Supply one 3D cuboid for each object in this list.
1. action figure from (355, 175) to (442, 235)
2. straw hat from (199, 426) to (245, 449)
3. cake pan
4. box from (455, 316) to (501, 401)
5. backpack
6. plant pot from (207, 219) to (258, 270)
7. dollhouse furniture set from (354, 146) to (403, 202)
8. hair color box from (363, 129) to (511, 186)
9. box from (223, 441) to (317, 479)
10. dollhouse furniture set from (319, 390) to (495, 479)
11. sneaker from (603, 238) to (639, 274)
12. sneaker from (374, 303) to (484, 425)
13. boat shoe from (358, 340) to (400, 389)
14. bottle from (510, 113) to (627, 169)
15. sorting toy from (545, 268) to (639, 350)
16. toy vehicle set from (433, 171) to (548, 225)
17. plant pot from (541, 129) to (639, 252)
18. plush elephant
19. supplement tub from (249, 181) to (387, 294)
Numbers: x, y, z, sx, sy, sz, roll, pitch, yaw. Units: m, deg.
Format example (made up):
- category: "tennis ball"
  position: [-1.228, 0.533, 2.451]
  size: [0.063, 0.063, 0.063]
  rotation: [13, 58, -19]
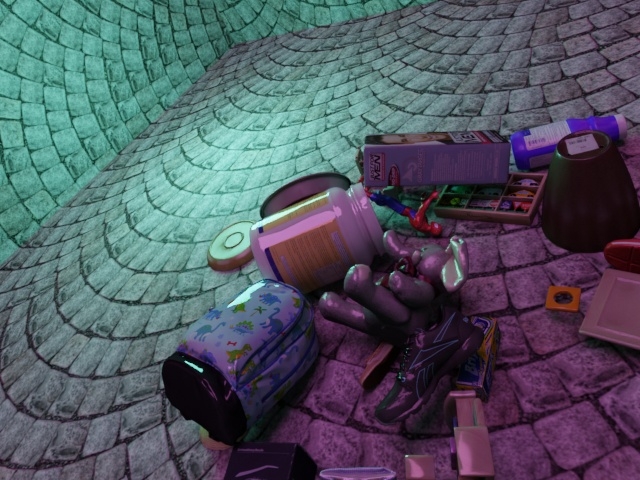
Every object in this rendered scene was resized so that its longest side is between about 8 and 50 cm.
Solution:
- category: "action figure"
  position: [0.243, -0.122, 1.434]
  size: [0.280, 0.091, 0.139]
  rotation: [39, 98, 27]
- category: "straw hat"
  position: [-0.240, 0.420, 1.211]
  size: [0.144, 0.061, 0.145]
  rotation: [-17, 40, 15]
- category: "cake pan"
  position: [-0.035, -0.100, 1.524]
  size: [0.293, 0.293, 0.054]
  rotation: [-24, 69, 7]
- category: "box"
  position: [0.330, 0.242, 1.055]
  size: [0.054, 0.059, 0.169]
  rotation: [-2, 45, 33]
- category: "backpack"
  position: [-0.161, 0.255, 1.197]
  size: [0.355, 0.274, 0.290]
  rotation: [-17, 22, -40]
- category: "plant pot"
  position: [-0.290, 0.006, 1.737]
  size: [0.236, 0.032, 0.236]
  rotation: [-17, 40, 15]
- category: "dollhouse furniture set"
  position: [0.181, -0.204, 1.598]
  size: [0.129, 0.129, 0.184]
  rotation: [-9, 42, 24]
- category: "hair color box"
  position: [0.307, -0.229, 1.402]
  size: [0.374, 0.114, 0.185]
  rotation: [-1, 22, 6]
- category: "box"
  position: [-0.110, 0.510, 0.988]
  size: [0.153, 0.108, 0.207]
  rotation: [-9, 41, 25]
- category: "dollhouse furniture set"
  position: [0.122, 0.359, 0.868]
  size: [0.303, 0.287, 0.198]
  rotation: [-5, 42, 11]
- category: "sneaker"
  position: [0.722, 0.014, 1.067]
  size: [0.221, 0.087, 0.128]
  rotation: [12, 44, 25]
- category: "sneaker"
  position: [0.190, 0.237, 0.981]
  size: [0.267, 0.106, 0.101]
  rotation: [-43, -3, -12]
- category: "boat shoe"
  position: [0.127, 0.280, 1.153]
  size: [0.045, 0.050, 0.135]
  rotation: [13, 44, 45]
- category: "bottle"
  position: [0.676, -0.277, 1.399]
  size: [0.282, 0.092, 0.118]
  rotation: [-13, 41, 20]
- category: "sorting toy"
  position: [0.627, 0.145, 0.993]
  size: [0.347, 0.047, 0.196]
  rotation: [14, 50, 41]
- category: "toy vehicle set"
  position: [0.466, -0.122, 1.402]
  size: [0.266, 0.035, 0.166]
  rotation: [8, 50, 38]
- category: "plant pot"
  position: [0.606, -0.128, 1.162]
  size: [0.215, 0.230, 0.215]
  rotation: [-18, 39, 15]
- category: "plush elephant"
  position: [0.200, 0.093, 1.137]
  size: [0.329, 0.272, 0.256]
  rotation: [26, 65, 3]
- category: "supplement tub"
  position: [0.000, 0.000, 1.390]
  size: [0.331, 0.241, 0.241]
  rotation: [-23, 38, 7]
